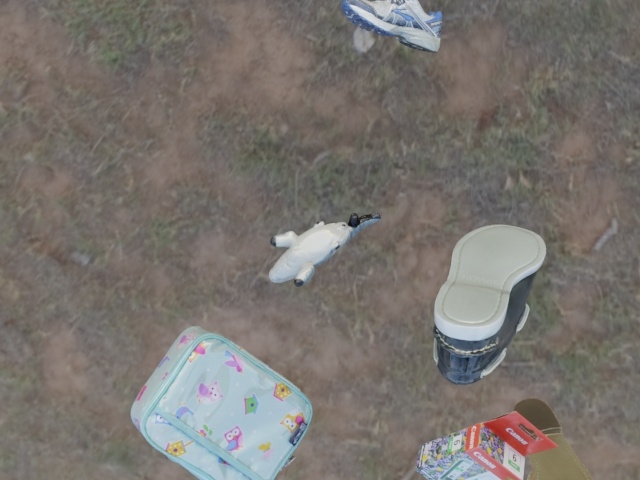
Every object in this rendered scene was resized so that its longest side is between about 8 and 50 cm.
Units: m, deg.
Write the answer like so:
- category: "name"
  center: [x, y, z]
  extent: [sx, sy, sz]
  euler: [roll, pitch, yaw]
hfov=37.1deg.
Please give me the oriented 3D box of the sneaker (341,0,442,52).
- category: "sneaker"
  center: [0.086, -0.268, 1.123]
  extent: [0.135, 0.052, 0.058]
  euler: [15, 96, -28]

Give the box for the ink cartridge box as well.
- category: "ink cartridge box"
  center: [0.149, 0.196, 0.858]
  extent: [0.063, 0.029, 0.115]
  euler: [39, 133, -22]

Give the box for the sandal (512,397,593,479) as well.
- category: "sandal"
  center: [0.331, 0.340, 1.349]
  extent: [0.088, 0.240, 0.079]
  euler: [-13, 134, 1]

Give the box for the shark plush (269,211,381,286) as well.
- category: "shark plush"
  center: [0.000, 0.000, 1.236]
  extent: [0.161, 0.067, 0.073]
  euler: [-41, 75, -10]

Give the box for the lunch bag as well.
- category: "lunch bag"
  center: [-0.161, 0.297, 1.590]
  extent: [0.279, 0.224, 0.108]
  euler: [40, 165, -22]

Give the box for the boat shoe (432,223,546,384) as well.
- category: "boat shoe"
  center: [0.206, 0.070, 1.193]
  extent: [0.114, 0.302, 0.091]
  euler: [15, 119, 24]
